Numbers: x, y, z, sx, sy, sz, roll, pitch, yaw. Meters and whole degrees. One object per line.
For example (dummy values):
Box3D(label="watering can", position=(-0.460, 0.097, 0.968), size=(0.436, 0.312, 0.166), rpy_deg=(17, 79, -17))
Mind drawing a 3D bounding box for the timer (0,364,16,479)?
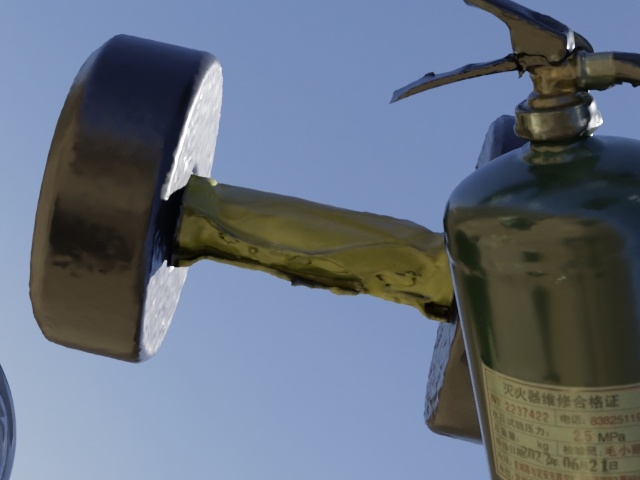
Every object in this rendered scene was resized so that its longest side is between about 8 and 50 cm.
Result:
Box3D(label="timer", position=(-0.277, 0.113, 0.713), size=(0.237, 0.262, 0.087), rpy_deg=(37, -21, -19))

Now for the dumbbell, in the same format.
Box3D(label="dumbbell", position=(0.000, 0.000, 0.983), size=(0.322, 0.204, 0.204), rpy_deg=(13, -26, 2))

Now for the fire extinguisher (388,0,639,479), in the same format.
Box3D(label="fire extinguisher", position=(0.098, 0.042, 0.558), size=(0.093, 0.118, 0.294), rpy_deg=(-52, 134, -63))
